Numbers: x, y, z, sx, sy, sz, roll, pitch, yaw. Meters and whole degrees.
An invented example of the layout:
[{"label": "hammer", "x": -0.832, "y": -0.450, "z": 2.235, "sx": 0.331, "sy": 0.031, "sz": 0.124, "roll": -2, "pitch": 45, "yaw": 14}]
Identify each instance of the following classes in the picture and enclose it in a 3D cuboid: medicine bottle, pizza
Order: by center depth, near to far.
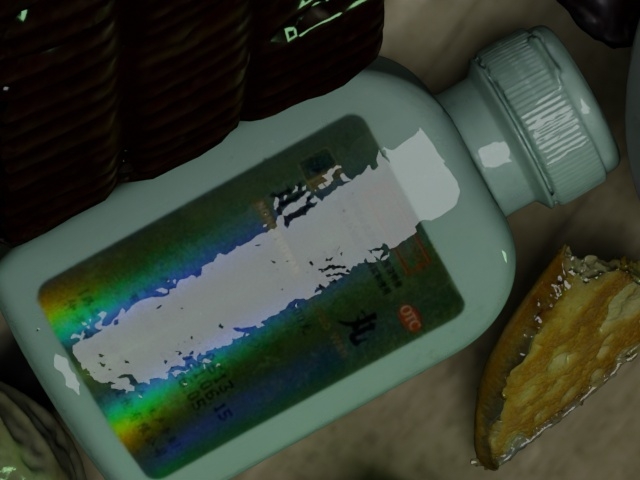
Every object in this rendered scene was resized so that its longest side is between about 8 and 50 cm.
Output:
[{"label": "medicine bottle", "x": 0.000, "y": 0.000, "z": 0.728, "sx": 0.229, "sy": 0.083, "sz": 0.121, "roll": -29, "pitch": 104, "yaw": 2}, {"label": "pizza", "x": 0.107, "y": 0.039, "z": 0.777, "sx": 0.108, "sy": 0.026, "sz": 0.123, "roll": -16, "pitch": 141, "yaw": -33}]

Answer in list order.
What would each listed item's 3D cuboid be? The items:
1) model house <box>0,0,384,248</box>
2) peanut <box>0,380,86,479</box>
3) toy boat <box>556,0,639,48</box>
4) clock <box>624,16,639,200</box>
[{"label": "model house", "x": -0.074, "y": -0.144, "z": 0.478, "sx": 0.297, "sy": 0.317, "sz": 0.283, "roll": 17, "pitch": 63, "yaw": -2}, {"label": "peanut", "x": -0.123, "y": 0.132, "z": 0.751, "sx": 0.090, "sy": 0.099, "sz": 0.214, "roll": -18, "pitch": 116, "yaw": 15}, {"label": "toy boat", "x": 0.102, "y": -0.175, "z": 0.687, "sx": 0.097, "sy": 0.100, "sz": 0.223, "roll": -40, "pitch": 119, "yaw": -31}, {"label": "clock", "x": 0.253, "y": -0.106, "z": 0.667, "sx": 0.338, "sy": 0.102, "sz": 0.339, "roll": -10, "pitch": 116, "yaw": -22}]
